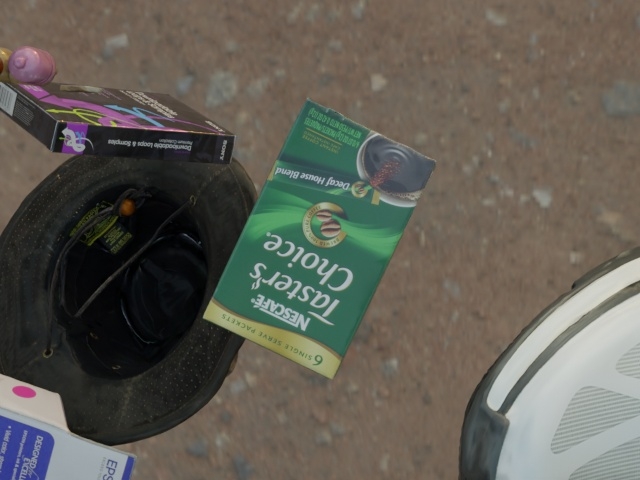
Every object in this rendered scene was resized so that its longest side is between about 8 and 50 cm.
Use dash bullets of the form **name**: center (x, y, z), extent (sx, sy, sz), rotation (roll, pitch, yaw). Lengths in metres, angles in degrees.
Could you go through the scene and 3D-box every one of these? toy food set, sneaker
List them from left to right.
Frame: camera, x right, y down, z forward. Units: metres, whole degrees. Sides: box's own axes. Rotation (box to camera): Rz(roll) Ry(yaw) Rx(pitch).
- **toy food set**: center (-0.182, -0.097, 0.838), extent (0.122, 0.078, 0.019), rotation (6, 93, -27)
- **sneaker**: center (0.317, 0.103, 0.922), extent (0.447, 0.169, 0.257), rotation (-15, 25, -27)

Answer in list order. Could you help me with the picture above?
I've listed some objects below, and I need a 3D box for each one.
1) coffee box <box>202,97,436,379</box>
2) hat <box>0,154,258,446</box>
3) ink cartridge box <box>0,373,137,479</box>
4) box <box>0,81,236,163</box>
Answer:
- **coffee box**: center (0.000, 0.000, 1.175), extent (0.113, 0.040, 0.184), rotation (27, 91, 1)
- **hat**: center (-0.150, 0.056, 1.414), extent (0.331, 0.134, 0.331), rotation (-17, 56, 27)
- **ink cartridge box**: center (-0.341, 0.181, 1.318), extent (0.371, 0.176, 0.069), rotation (20, 21, 5)
- **box**: center (-0.163, -0.095, 1.245), extent (0.162, 0.029, 0.116), rotation (4, 19, -38)
